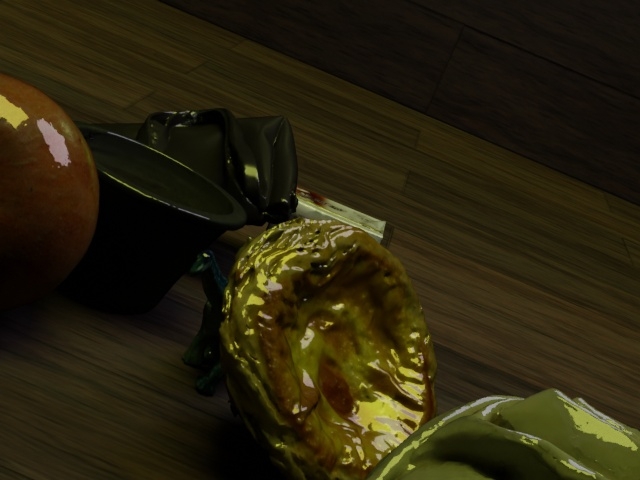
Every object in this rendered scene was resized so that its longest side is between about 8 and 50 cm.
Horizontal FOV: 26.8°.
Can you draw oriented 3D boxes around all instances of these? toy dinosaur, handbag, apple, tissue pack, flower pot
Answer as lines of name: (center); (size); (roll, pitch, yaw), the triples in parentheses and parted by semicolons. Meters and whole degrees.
toy dinosaur: (-0.071, 0.080, 1.406); (0.076, 0.147, 0.363); (32, 11, 22)
handbag: (-0.170, -0.078, 1.700); (0.286, 0.113, 0.257); (-3, 27, -2)
apple: (-0.339, -0.047, 1.291); (0.254, 0.253, 0.253); (21, 16, -6)
tissue pack: (0.000, 0.000, 1.821); (0.149, 0.106, 0.099); (23, 16, -1)
flower pot: (-0.215, -0.017, 1.483); (0.235, 0.148, 0.235); (27, 13, -7)

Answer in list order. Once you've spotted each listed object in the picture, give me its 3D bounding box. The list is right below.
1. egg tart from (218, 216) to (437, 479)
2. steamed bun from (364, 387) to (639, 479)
egg tart: (-0.003, 0.118, 1.280); (0.116, 0.294, 0.295); (-21, -16, 38)
steamed bun: (0.164, 0.238, 1.053); (0.310, 0.219, 0.324); (30, 17, 26)
